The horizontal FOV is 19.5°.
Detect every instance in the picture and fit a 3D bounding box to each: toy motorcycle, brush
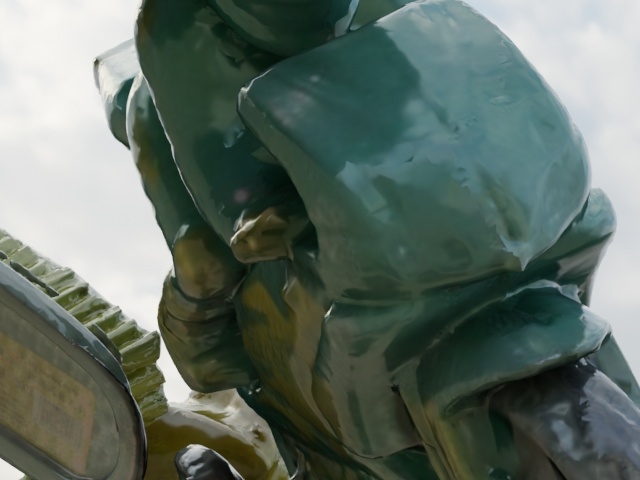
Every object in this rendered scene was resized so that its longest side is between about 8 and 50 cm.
[{"bbox_3d":[-0.001,0.000,0.497,0.296,0.109,0.198,22,-46,68],"label":"toy motorcycle"},{"bbox_3d":[-0.159,-0.005,0.665,0.297,0.060,0.068,32,-55,23],"label":"brush"}]

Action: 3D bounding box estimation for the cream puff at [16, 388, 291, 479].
[{"bbox_3d":[-0.020,0.144,0.745,0.221,0.194,0.195,40,-25,-9],"label":"cream puff"}]
